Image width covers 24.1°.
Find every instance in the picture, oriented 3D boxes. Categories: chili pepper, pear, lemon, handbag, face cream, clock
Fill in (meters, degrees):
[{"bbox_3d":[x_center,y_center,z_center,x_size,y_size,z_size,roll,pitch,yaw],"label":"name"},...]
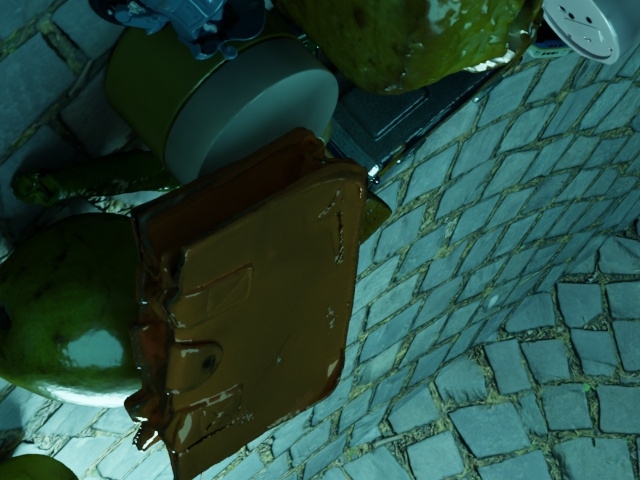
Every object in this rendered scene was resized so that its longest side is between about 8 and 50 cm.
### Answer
[{"bbox_3d":[-0.233,-0.078,1.886,0.085,0.076,0.359,-4,-179,36],"label":"chili pepper"},{"bbox_3d":[-0.283,0.091,1.886,0.307,0.253,0.253,-4,137,-44],"label":"pear"},{"bbox_3d":[-0.454,0.420,2.314,0.173,0.173,0.206,-18,147,-49],"label":"lemon"},{"bbox_3d":[-0.090,0.081,1.785,0.303,0.116,0.410,-31,144,-33],"label":"handbag"},{"bbox_3d":[-0.117,-0.175,1.762,0.218,0.179,0.218,-37,159,-17],"label":"face cream"},{"bbox_3d":[0.417,-0.371,2.344,0.068,0.197,0.197,-41,159,-9],"label":"clock"}]

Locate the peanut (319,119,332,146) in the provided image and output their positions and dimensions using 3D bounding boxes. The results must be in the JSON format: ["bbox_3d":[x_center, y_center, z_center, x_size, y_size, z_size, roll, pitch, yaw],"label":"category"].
[{"bbox_3d":[-0.092,-0.146,1.926,0.214,0.099,0.099,-1,153,0],"label":"peanut"}]

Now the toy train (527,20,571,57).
[{"bbox_3d":[0.359,-0.338,2.510,0.234,0.052,0.051,-13,149,-54],"label":"toy train"}]

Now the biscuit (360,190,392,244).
[{"bbox_3d":[-0.001,-0.001,2.504,0.301,0.043,0.278,-24,150,-36],"label":"biscuit"}]

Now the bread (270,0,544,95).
[{"bbox_3d":[0.066,-0.315,1.571,0.204,0.358,0.337,-38,160,-21],"label":"bread"}]

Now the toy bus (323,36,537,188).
[{"bbox_3d":[0.134,-0.227,2.100,0.323,0.162,0.194,-40,177,-10],"label":"toy bus"}]

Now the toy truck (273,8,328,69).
[{"bbox_3d":[-0.034,-0.246,1.943,0.079,0.065,0.147,-31,158,-22],"label":"toy truck"}]

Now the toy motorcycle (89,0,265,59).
[{"bbox_3d":[-0.122,-0.287,1.555,0.182,0.123,0.272,13,149,-21],"label":"toy motorcycle"}]
